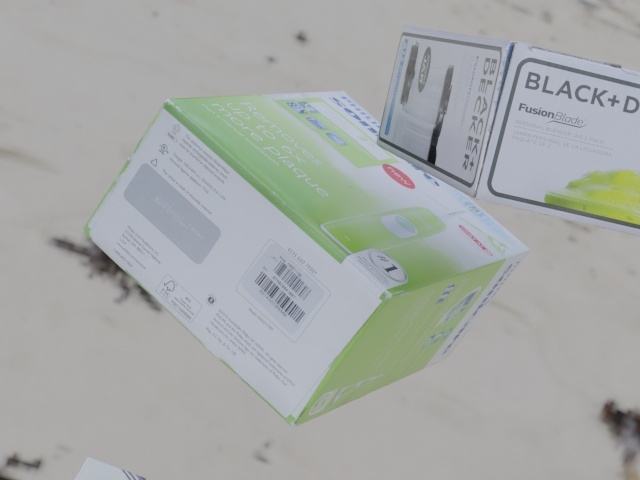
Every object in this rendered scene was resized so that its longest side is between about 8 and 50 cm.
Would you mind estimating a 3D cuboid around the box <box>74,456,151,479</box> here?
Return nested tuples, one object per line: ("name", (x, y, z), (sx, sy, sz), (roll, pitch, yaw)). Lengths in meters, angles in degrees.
("box", (-0.113, 0.307, 1.470), (0.275, 0.094, 0.113), (18, 50, 10))

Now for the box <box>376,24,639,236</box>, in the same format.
("box", (0.145, -0.068, 0.987), (0.169, 0.087, 0.290), (12, 7, -11))

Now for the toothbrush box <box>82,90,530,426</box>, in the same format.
("toothbrush box", (0.000, 0.000, 1.168), (0.206, 0.122, 0.283), (42, 20, 17))
